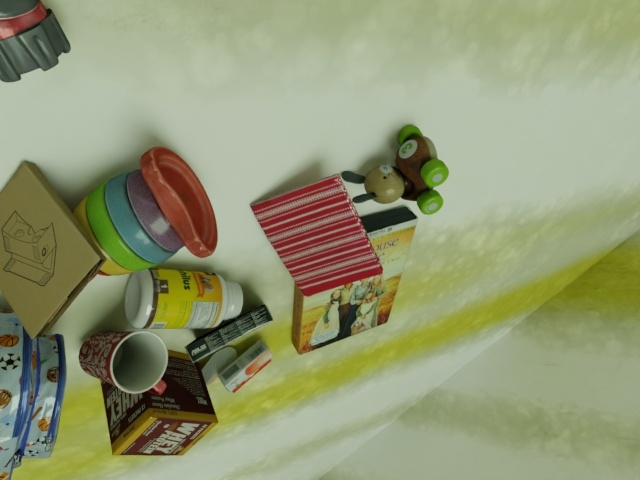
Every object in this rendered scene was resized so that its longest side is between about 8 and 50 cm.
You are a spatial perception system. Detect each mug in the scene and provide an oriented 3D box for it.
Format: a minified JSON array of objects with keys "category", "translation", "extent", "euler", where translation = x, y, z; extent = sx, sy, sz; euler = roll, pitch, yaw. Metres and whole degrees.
[{"category":"mug","translation":[-0.392,0.248,0.888],"extent":[0.113,0.169,0.150],"euler":[-20,101,-49]}]

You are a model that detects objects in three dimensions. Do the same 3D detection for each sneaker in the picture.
[{"category":"sneaker","translation":[-0.278,0.332,1.180],"extent":[0.134,0.051,0.070],"euler":[-43,177,-21]}]

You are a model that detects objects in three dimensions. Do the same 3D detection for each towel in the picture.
[{"category":"towel","translation":[0.000,0.000,0.953],"extent":[0.198,0.031,0.275],"euler":[-19,124,14]}]

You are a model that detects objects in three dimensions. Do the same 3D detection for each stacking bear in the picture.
[{"category":"stacking bear","translation":[-0.329,-0.011,0.717],"extent":[0.288,0.164,0.175],"euler":[-25,108,6]}]

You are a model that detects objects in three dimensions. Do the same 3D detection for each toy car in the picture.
[{"category":"toy car","translation":[0.143,-0.134,0.939],"extent":[0.188,0.155,0.149],"euler":[-13,137,-7]}]

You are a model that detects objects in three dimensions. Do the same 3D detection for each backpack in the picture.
[{"category":"backpack","translation":[-0.544,0.248,0.753],"extent":[0.213,0.276,0.264],"euler":[-3,125,-39]}]

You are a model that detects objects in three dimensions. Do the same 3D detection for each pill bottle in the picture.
[{"category":"pill bottle","translation":[-0.271,0.119,0.913],"extent":[0.214,0.117,0.117],"euler":[9,124,-40]}]

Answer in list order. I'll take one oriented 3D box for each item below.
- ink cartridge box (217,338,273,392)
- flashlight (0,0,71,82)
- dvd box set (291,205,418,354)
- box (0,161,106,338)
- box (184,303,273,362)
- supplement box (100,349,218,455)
[{"category":"ink cartridge box","translation":[-0.191,0.358,1.222],"extent":[0.145,0.045,0.179],"euler":[-38,150,-18]},{"category":"flashlight","translation":[-0.370,-0.313,0.431],"extent":[0.103,0.103,0.304],"euler":[-47,146,-29]},{"category":"dvd box set","translation":[0.078,0.117,1.197],"extent":[0.307,0.062,0.421],"euler":[-15,137,-22]},{"category":"box","translation":[-0.414,0.012,0.651],"extent":[0.164,0.201,0.021],"euler":[-46,165,12]},{"category":"box","translation":[-0.202,0.205,1.027],"extent":[0.190,0.045,0.184],"euler":[-26,175,-10]},{"category":"supplement box","translation":[-0.369,0.365,1.028],"extent":[0.129,0.194,0.191],"euler":[-44,140,11]}]
